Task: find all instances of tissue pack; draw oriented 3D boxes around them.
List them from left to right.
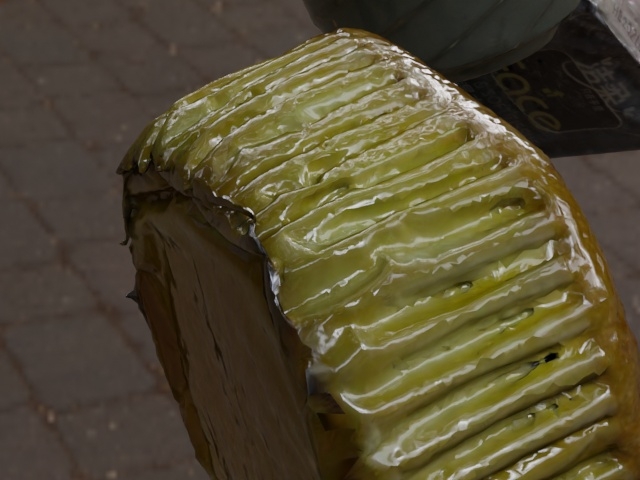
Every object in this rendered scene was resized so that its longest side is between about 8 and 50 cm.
[{"bbox_3d":[0.142,-0.127,1.246,0.235,0.173,0.073,-4,55,39],"label":"tissue pack"}]

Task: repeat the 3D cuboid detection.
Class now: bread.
[{"bbox_3d":[0.019,0.044,0.686,0.142,0.227,0.253,-24,30,-12],"label":"bread"}]

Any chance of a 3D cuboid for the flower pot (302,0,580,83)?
[{"bbox_3d":[0.063,-0.173,0.957,0.235,0.140,0.235,-16,24,7],"label":"flower pot"}]
